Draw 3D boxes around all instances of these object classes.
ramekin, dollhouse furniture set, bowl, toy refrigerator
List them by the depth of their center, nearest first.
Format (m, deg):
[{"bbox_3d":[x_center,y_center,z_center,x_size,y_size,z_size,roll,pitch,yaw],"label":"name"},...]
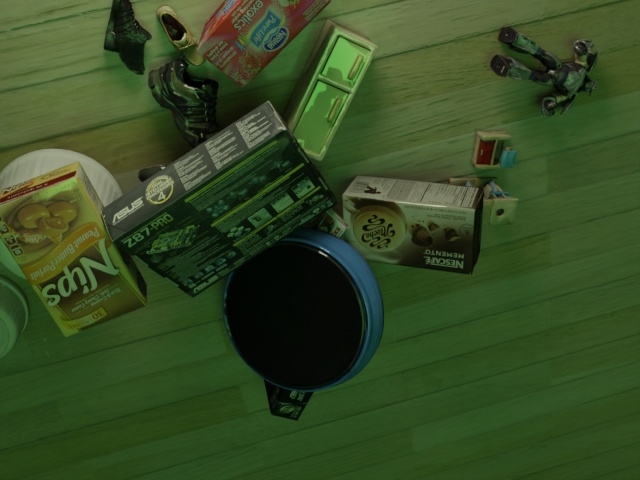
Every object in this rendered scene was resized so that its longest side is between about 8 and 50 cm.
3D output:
[{"bbox_3d":[-0.555,-0.040,1.469,0.277,0.135,0.277,-6,120,-10],"label":"ramekin"},{"bbox_3d":[0.009,-0.312,1.474,0.102,0.094,0.269,19,112,-22],"label":"toy refrigerator"},{"bbox_3d":[-0.766,0.181,1.557,0.207,0.109,0.207,-6,120,-10],"label":"ramekin"},{"bbox_3d":[-0.049,0.165,1.609,0.391,0.077,0.391,5,104,21],"label":"bowl"},{"bbox_3d":[0.381,-0.146,1.632,0.129,0.129,0.184,-3,120,-12],"label":"dollhouse furniture set"}]

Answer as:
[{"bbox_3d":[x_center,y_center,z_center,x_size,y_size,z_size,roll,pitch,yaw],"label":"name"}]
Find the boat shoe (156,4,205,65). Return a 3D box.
[{"bbox_3d":[-0.277,-0.399,1.387,0.050,0.045,0.135,-36,120,8],"label":"boat shoe"}]

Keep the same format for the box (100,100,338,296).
[{"bbox_3d":[-0.190,-0.066,1.435,0.395,0.097,0.318,-33,151,5],"label":"box"}]

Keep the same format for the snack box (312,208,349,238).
[{"bbox_3d":[0.000,0.000,1.627,0.064,0.022,0.178,43,135,5],"label":"snack box"}]

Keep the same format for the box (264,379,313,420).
[{"bbox_3d":[-0.067,0.339,1.785,0.077,0.147,0.180,19,113,-22],"label":"box"}]

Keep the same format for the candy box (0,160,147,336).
[{"bbox_3d":[-0.493,0.022,1.387,0.183,0.087,0.316,-21,120,-2],"label":"candy box"}]

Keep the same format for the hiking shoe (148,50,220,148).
[{"bbox_3d":[-0.245,-0.271,1.431,0.114,0.086,0.227,-26,122,22],"label":"hiking shoe"}]

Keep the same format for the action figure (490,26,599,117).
[{"bbox_3d":[0.515,-0.374,1.559,0.285,0.099,0.185,13,106,-24],"label":"action figure"}]

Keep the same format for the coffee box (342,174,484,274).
[{"bbox_3d":[0.209,-0.038,1.583,0.297,0.119,0.168,8,121,18],"label":"coffee box"}]

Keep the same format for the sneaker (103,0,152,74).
[{"bbox_3d":[-0.367,-0.413,1.358,0.089,0.051,0.170,12,120,-19],"label":"sneaker"}]

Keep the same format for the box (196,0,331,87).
[{"bbox_3d":[-0.105,-0.432,1.322,0.122,0.128,0.257,36,124,-26],"label":"box"}]

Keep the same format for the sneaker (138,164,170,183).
[{"bbox_3d":[-0.253,-0.112,1.509,0.267,0.101,0.106,-4,89,-2],"label":"sneaker"}]
